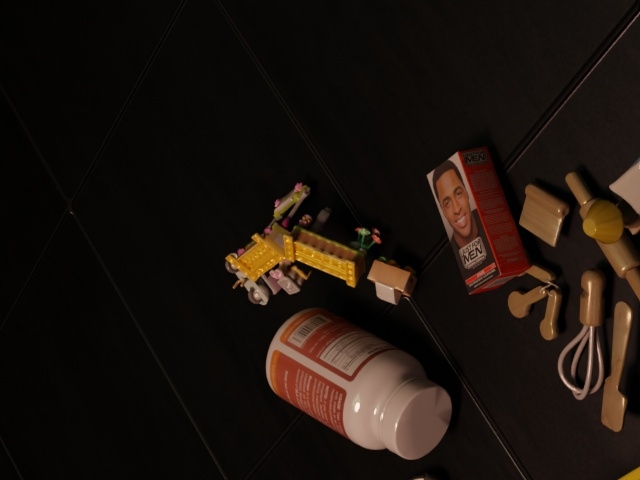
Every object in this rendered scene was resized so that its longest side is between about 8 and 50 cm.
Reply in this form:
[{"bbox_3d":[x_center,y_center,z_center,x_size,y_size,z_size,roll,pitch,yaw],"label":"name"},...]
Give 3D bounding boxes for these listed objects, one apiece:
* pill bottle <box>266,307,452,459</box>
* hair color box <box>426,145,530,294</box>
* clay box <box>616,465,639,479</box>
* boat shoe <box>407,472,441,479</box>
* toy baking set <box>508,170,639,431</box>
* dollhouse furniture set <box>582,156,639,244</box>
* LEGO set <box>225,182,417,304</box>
[{"bbox_3d":[0.046,0.169,1.994,0.216,0.121,0.121,27,122,43],"label":"pill bottle"},{"bbox_3d":[0.168,-0.021,1.834,0.072,0.043,0.141,-39,66,57],"label":"hair color box"},{"bbox_3d":[0.308,0.264,1.706,0.222,0.127,0.053,-46,67,47],"label":"clay box"},{"bbox_3d":[0.087,0.354,2.058,0.233,0.084,0.079,126,157,-52],"label":"boat shoe"},{"bbox_3d":[0.273,0.058,1.763,0.256,0.030,0.197,59,145,28],"label":"toy baking set"},{"bbox_3d":[0.365,0.013,1.502,0.286,0.198,0.303,61,139,17],"label":"dollhouse furniture set"},{"bbox_3d":[0.000,0.000,2.043,0.287,0.107,0.132,-5,133,46],"label":"LEGO set"}]
